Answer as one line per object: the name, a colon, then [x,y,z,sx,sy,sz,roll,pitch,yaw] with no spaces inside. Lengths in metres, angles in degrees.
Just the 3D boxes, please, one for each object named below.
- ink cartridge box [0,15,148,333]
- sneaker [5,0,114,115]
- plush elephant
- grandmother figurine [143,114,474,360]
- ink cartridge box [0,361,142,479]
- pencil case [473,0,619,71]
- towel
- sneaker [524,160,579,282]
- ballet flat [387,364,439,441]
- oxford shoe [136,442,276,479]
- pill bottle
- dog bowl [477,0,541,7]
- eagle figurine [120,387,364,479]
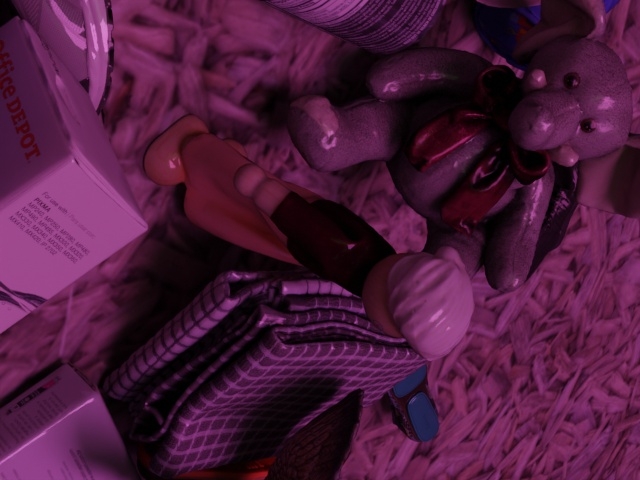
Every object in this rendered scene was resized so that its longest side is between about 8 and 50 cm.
ink cartridge box: [-0.260,-0.020,0.833,0.237,0.172,0.100,-34,140,5]
sneaker: [-0.215,-0.206,0.891,0.108,0.100,0.271,-11,129,-12]
plush elephant: [0.191,-0.103,1.153,0.330,0.255,0.272,-31,90,-44]
grandmother figurine: [0.000,0.000,1.034,0.208,0.342,0.104,16,102,-49]
ink cartridge box: [-0.312,0.326,1.141,0.330,0.071,0.324,-34,136,-22]
pencil case: [0.309,-0.310,1.330,0.306,0.119,0.133,-44,144,-16]
towel: [-0.035,0.127,1.174,0.283,0.121,0.235,1,147,-47]
sneaker: [0.288,-0.026,1.545,0.089,0.051,0.170,-20,131,-43]
ballet flat: [0.100,0.176,1.474,0.070,0.070,0.188,-34,131,-26]
oxford shoe: [-0.105,0.264,1.297,0.271,0.097,0.098,17,107,-50]
pill bottle: [-0.003,-0.257,1.033,0.245,0.130,0.130,15,103,-49]
dog bowl: [0.253,-0.373,1.101,0.348,0.102,0.349,-25,157,-11]
eagle figurine: [-0.061,0.268,1.117,0.226,0.225,0.298,-56,146,-51]
